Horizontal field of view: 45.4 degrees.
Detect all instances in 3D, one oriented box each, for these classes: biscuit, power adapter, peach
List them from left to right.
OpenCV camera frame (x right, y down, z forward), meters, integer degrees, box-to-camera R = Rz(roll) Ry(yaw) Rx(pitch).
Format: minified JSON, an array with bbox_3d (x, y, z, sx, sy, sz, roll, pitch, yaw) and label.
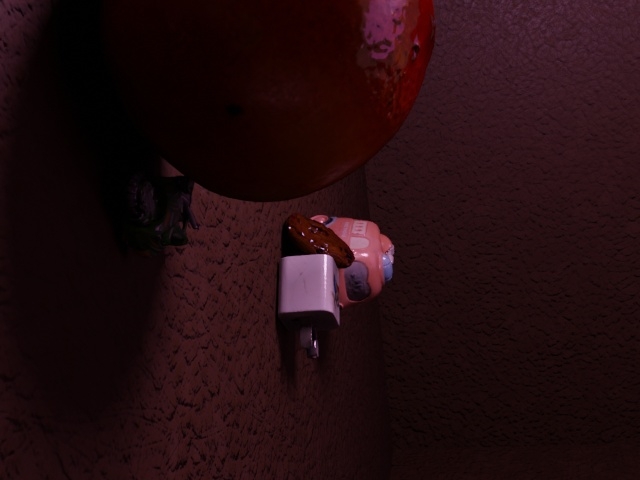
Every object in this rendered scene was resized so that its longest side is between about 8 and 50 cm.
[{"bbox_3d":[-0.055,-0.236,0.893,0.388,0.387,0.389,-4,90,-80],"label":"peach"},{"bbox_3d":[-0.025,0.150,1.663,0.130,0.125,0.205,66,21,-64],"label":"power adapter"},{"bbox_3d":[0.000,0.000,1.768,0.049,0.192,0.192,-55,-177,19],"label":"biscuit"}]

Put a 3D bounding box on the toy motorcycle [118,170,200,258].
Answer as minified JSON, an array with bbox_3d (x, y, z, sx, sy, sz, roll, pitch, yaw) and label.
[{"bbox_3d":[-0.200,-0.033,0.952,0.190,0.074,0.106,-15,110,-80],"label":"toy motorcycle"}]

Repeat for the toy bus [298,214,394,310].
[{"bbox_3d":[0.074,0.057,1.971,0.288,0.231,0.194,-78,163,-63],"label":"toy bus"}]
